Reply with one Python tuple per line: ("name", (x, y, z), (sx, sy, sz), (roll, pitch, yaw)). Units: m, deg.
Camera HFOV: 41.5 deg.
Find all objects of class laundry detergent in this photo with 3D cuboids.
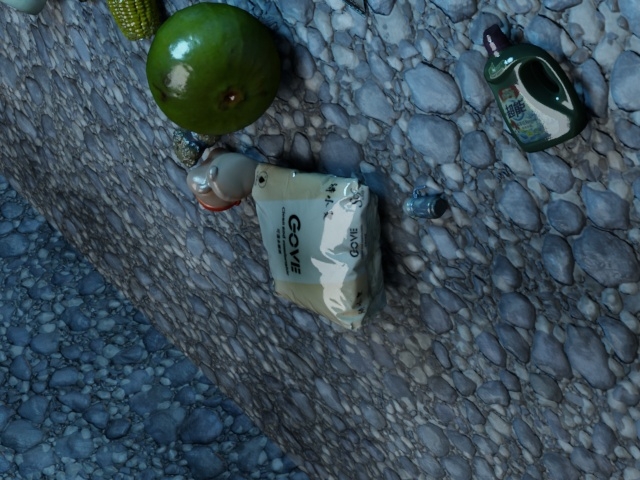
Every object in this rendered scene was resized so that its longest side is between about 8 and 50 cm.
("laundry detergent", (0.343, -0.261, 1.402), (0.144, 0.078, 0.222), (-16, 106, 56))

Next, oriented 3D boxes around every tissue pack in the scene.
("tissue pack", (0.000, 0.000, 2.032), (0.390, 0.195, 0.376), (14, 120, 46))

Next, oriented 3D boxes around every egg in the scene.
("egg", (-0.856, -0.764, 2.404), (0.206, 0.162, 0.271), (31, -165, -26))

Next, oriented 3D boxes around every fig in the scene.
("fig", (-0.248, -0.393, 1.868), (0.316, 0.316, 0.316), (34, 145, 28))

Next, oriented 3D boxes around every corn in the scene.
("corn", (-0.479, -0.649, 2.045), (0.131, 0.131, 0.345), (25, 139, 38))

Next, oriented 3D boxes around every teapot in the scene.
("teapot", (0.219, -0.077, 1.779), (0.083, 0.049, 0.064), (5, 126, 51))

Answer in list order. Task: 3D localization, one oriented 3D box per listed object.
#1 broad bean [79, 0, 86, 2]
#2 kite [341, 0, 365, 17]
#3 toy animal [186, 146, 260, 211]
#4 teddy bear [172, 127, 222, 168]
("broad bean", (-0.600, -0.700, 2.237), (0.060, 0.043, 0.297), (60, 151, 6))
("kite", (0.016, -0.572, 1.579), (0.314, 0.011, 0.335), (4, 126, 51))
("toy animal", (-0.254, -0.160, 2.224), (0.171, 0.171, 0.197), (58, 151, -10))
("teddy bear", (-0.317, -0.293, 2.199), (0.129, 0.182, 0.251), (19, 141, -5))
